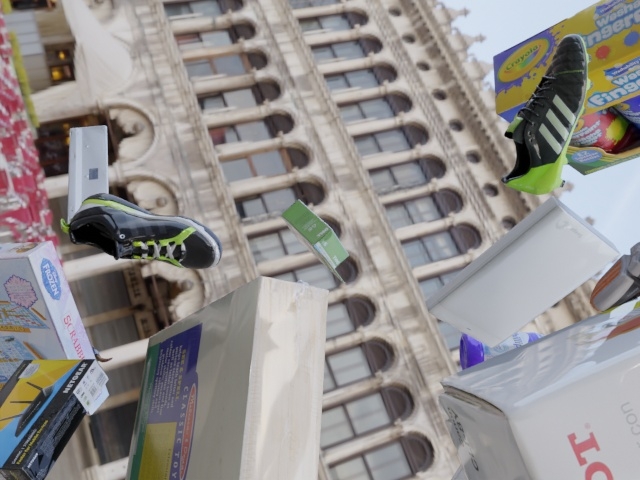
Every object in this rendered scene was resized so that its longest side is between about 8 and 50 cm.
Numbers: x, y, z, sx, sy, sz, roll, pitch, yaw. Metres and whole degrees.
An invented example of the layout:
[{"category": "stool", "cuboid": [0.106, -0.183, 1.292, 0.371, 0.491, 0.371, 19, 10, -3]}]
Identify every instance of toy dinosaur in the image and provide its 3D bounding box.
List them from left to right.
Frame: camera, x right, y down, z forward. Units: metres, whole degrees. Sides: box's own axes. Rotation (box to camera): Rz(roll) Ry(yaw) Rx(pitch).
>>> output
[{"category": "toy dinosaur", "cuboid": [-0.445, 0.232, 1.288, 0.090, 0.047, 0.082, 27, -20, 5]}]

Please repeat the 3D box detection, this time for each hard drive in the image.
[{"category": "hard drive", "cuboid": [0.375, 0.071, 1.241, 0.307, 0.203, 0.040, -44, -146, 26]}]

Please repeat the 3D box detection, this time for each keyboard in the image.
[{"category": "keyboard", "cuboid": [-0.441, -0.124, 1.261, 0.014, 0.072, 0.256, 106, -24, -53]}]

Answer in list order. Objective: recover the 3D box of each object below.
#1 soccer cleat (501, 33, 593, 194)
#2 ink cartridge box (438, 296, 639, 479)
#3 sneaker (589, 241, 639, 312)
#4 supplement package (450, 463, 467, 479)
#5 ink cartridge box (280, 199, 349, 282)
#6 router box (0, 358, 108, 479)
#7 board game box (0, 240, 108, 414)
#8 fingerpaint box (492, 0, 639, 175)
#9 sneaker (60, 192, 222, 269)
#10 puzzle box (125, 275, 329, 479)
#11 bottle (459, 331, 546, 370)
[{"category": "soccer cleat", "cuboid": [0.248, -0.138, 0.735, 0.060, 0.072, 0.178, -111, -152, -73]}, {"category": "ink cartridge box", "cuboid": [0.323, 0.169, 0.482, 0.160, 0.385, 0.279, 128, -60, -82]}, {"category": "sneaker", "cuboid": [0.554, 0.035, 0.933, 0.180, 0.124, 0.321, 39, -52, 8]}, {"category": "supplement package", "cuboid": [0.353, 0.424, 1.260, 0.139, 0.244, 0.134, 34, -3, 17]}, {"category": "ink cartridge box", "cuboid": [0.000, 0.000, 1.568, 0.209, 0.062, 0.109, 43, -9, 45]}, {"category": "router box", "cuboid": [-0.387, 0.238, 0.886, 0.179, 0.133, 0.046, -69, 147, -50]}, {"category": "board game box", "cuboid": [-0.573, 0.162, 1.190, 0.066, 0.319, 0.318, -56, 139, -60]}, {"category": "fingerpaint box", "cuboid": [0.644, -0.327, 1.351, 0.445, 0.371, 0.163, -20, -123, 44]}, {"category": "sneaker", "cuboid": [-0.265, 0.008, 0.980, 0.097, 0.235, 0.084, -68, 173, -52]}, {"category": "puzzle box", "cuboid": [-0.090, 0.247, 0.447, 0.272, 0.052, 0.408, -29, -128, 58]}, {"category": "bottle", "cuboid": [0.449, 0.252, 1.436, 0.118, 0.283, 0.092, -83, 173, -66]}]
